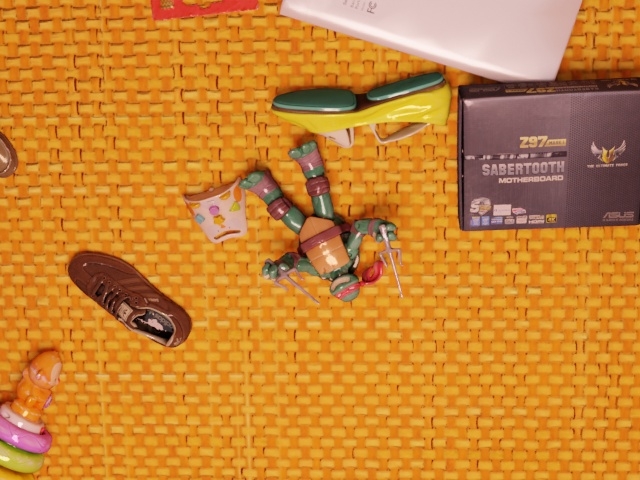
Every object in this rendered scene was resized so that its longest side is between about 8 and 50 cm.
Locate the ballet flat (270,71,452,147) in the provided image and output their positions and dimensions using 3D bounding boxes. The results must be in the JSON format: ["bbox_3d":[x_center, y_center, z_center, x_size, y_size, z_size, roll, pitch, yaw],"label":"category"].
[{"bbox_3d":[0.054,-0.158,1.368,0.231,0.077,0.077,-8,118,4],"label":"ballet flat"}]

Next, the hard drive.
[{"bbox_3d":[0.151,-0.342,1.332,0.353,0.047,0.233,17,103,1],"label":"hard drive"}]

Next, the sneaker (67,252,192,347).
[{"bbox_3d":[-0.257,0.079,1.437,0.188,0.071,0.066,30,103,-3],"label":"sneaker"}]

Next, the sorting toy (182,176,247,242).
[{"bbox_3d":[-0.133,-0.033,1.426,0.083,0.045,0.075,-17,119,8],"label":"sorting toy"}]

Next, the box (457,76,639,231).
[{"bbox_3d":[0.287,-0.106,1.344,0.232,0.059,0.183,-2,117,3],"label":"box"}]

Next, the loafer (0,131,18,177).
[{"bbox_3d":[-0.462,-0.140,1.416,0.056,0.050,0.148,-43,96,11],"label":"loafer"}]

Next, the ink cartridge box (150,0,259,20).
[{"bbox_3d":[-0.160,-0.374,1.349,0.145,0.045,0.179,-5,99,6],"label":"ink cartridge box"}]

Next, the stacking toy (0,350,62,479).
[{"bbox_3d":[-0.435,0.284,1.470,0.165,0.175,0.302,31,89,2],"label":"stacking toy"}]

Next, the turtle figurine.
[{"bbox_3d":[0.000,0.000,1.381,0.175,0.118,0.234,-28,83,-5],"label":"turtle figurine"}]
